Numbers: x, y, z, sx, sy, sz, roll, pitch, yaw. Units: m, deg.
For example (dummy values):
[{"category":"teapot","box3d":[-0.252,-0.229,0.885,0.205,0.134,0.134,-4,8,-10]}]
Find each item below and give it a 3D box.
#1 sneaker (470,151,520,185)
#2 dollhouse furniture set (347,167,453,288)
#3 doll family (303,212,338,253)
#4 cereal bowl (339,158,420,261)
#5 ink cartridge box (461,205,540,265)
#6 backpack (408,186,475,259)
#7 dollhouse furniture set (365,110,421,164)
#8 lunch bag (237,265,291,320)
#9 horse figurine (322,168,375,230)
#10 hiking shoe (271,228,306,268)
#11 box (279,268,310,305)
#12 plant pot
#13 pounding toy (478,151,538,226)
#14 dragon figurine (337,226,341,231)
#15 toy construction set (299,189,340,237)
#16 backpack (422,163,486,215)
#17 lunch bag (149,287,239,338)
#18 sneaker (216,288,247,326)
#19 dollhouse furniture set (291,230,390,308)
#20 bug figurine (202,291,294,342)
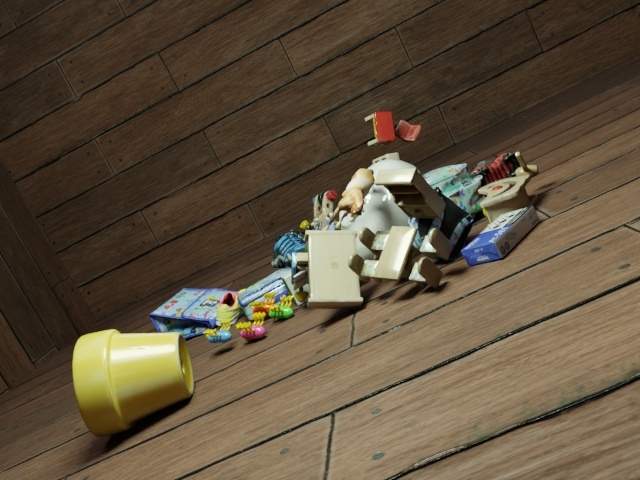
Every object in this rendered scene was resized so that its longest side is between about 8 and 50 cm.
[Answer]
[{"category":"sneaker","box3d":[0.557,-0.213,2.125,0.276,0.097,0.135,-31,9,-34]},{"category":"dollhouse furniture set","box3d":[0.183,-0.026,1.475,0.212,0.161,0.242,3,63,44]},{"category":"doll family","box3d":[0.000,0.000,1.963,0.193,0.076,0.111,117,161,-45]},{"category":"cereal bowl","box3d":[0.156,-0.094,1.876,0.339,0.141,0.338,-50,28,41]},{"category":"ink cartridge box","box3d":[0.431,-0.012,1.489,0.207,0.046,0.097,-35,10,-39]},{"category":"backpack","box3d":[0.302,-0.024,1.624,0.117,0.158,0.173,-39,20,55]},{"category":"dollhouse furniture set","box3d":[0.291,-0.250,2.084,0.201,0.373,0.152,-8,0,-21]},{"category":"lunch bag","box3d":[-0.164,0.174,2.071,0.219,0.090,0.176,-29,11,-6]},{"category":"horse figurine","box3d":[0.092,-0.119,1.664,0.174,0.066,0.263,-51,5,46]},{"category":"hiking shoe","box3d":[-0.089,0.023,2.166,0.113,0.132,0.304,3,-8,-33]},{"category":"box","box3d":[-0.056,0.131,1.939,0.102,0.101,0.087,-29,8,-9]},{"category":"plant pot","box3d":[-0.450,0.335,1.551,0.239,0.253,0.254,-12,8,-3]},{"category":"pounding toy","box3d":[0.495,-0.147,1.719,0.154,0.154,0.269,-15,14,36]},{"category":"dragon figurine","box3d":[0.195,-0.097,2.570,0.289,0.085,0.144,-33,11,-8]},{"category":"toy construction set","box3d":[0.067,-0.024,2.290,0.309,0.257,0.237,5,46,35]},{"category":"backpack","box3d":[0.359,-0.112,1.884,0.254,0.191,0.225,-35,11,-14]},{"category":"lunch bag","box3d":[-0.433,0.270,2.294,0.293,0.138,0.221,-8,18,27]},{"category":"sneaker","box3d":[-0.294,0.211,2.157,0.082,0.094,0.208,3,24,19]},{"category":"dollhouse furniture set","box3d":[0.067,0.125,1.717,0.287,0.198,0.303,0,-25,-6]},{"category":"bug figurine","box3d":[-0.197,0.238,1.840,0.216,0.072,0.279,-10,14,45]}]
